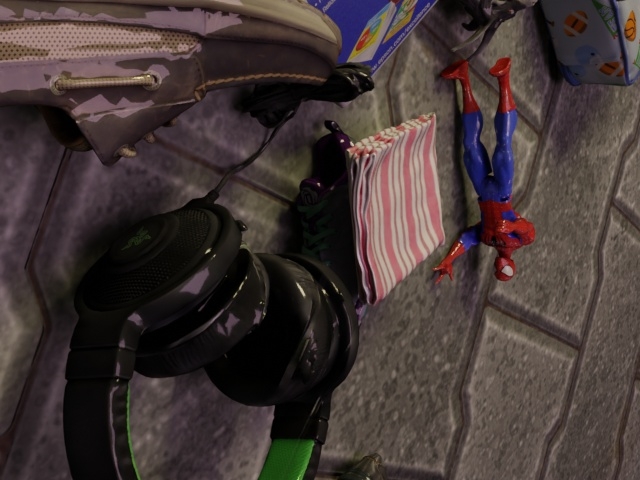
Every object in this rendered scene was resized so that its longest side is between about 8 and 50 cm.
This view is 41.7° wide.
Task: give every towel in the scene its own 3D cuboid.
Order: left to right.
[{"bbox_3d":[0.080,-0.036,0.797,0.197,0.029,0.144,-33,121,-57],"label":"towel"}]

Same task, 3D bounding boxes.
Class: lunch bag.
[{"bbox_3d":[0.387,-0.368,1.131,0.243,0.115,0.303,-53,133,-32],"label":"lunch bag"}]

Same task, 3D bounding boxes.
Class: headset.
[{"bbox_3d":[-0.050,0.047,0.644,0.243,0.185,0.393,32,57,-49],"label":"headset"}]

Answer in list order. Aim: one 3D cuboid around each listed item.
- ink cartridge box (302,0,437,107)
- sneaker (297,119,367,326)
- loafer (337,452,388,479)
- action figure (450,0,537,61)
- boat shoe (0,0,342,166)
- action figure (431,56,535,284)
[{"bbox_3d":[0.062,-0.301,0.662,0.303,0.072,0.307,-49,154,-8],"label":"ink cartridge box"},{"bbox_3d":[0.000,0.000,0.791,0.098,0.083,0.223,34,61,-38],"label":"sneaker"},{"bbox_3d":[0.065,0.319,0.946,0.061,0.062,0.170,-37,126,-45],"label":"loafer"},{"bbox_3d":[0.208,-0.336,0.904,0.164,0.141,0.275,5,92,-52],"label":"action figure"},{"bbox_3d":[-0.148,-0.123,0.537,0.356,0.132,0.130,1,112,-35],"label":"boat shoe"},{"bbox_3d":[0.186,-0.055,0.981,0.139,0.092,0.280,-46,129,-42],"label":"action figure"}]
